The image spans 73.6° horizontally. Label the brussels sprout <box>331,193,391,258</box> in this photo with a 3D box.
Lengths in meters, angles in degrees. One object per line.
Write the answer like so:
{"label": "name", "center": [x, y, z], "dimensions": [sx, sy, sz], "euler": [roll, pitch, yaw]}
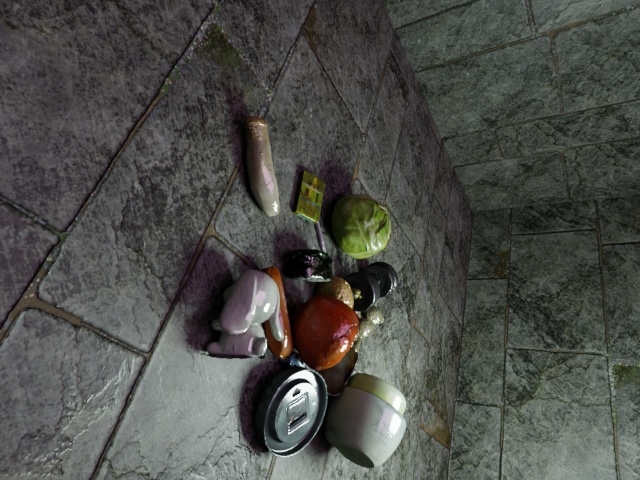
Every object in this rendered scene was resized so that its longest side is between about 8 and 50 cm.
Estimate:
{"label": "brussels sprout", "center": [0.188, -0.064, 1.944], "dimensions": [0.328, 0.247, 0.327], "euler": [3, 86, -54]}

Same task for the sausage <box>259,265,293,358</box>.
{"label": "sausage", "center": [-0.162, 0.252, 1.501], "dimensions": [0.102, 0.102, 0.330], "euler": [-16, 99, -56]}

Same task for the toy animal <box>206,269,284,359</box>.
{"label": "toy animal", "center": [-0.227, 0.242, 1.332], "dimensions": [0.249, 0.174, 0.289], "euler": [-20, 103, -57]}

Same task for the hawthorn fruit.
{"label": "hawthorn fruit", "center": [-0.005, 0.317, 1.612], "dimensions": [0.307, 0.276, 0.276], "euler": [47, 38, 4]}

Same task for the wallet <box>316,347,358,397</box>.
{"label": "wallet", "center": [0.065, 0.537, 1.787], "dimensions": [0.255, 0.137, 0.031], "euler": [-50, 159, -47]}

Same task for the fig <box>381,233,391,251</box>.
{"label": "fig", "center": [0.321, 0.003, 2.266], "dimensions": [0.236, 0.124, 0.124], "euler": [63, 38, -50]}

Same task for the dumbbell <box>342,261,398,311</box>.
{"label": "dumbbell", "center": [0.234, 0.212, 2.026], "dimensions": [0.388, 0.185, 0.185], "euler": [-18, 101, -56]}

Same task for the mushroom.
{"label": "mushroom", "center": [-0.203, -0.258, 1.511], "dimensions": [0.123, 0.095, 0.351], "euler": [-36, 119, -72]}

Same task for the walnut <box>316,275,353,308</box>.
{"label": "walnut", "center": [0.060, 0.234, 1.790], "dimensions": [0.155, 0.156, 0.184], "euler": [-12, 92, -57]}

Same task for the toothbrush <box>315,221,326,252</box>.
{"label": "toothbrush", "center": [0.000, 0.000, 1.842], "dimensions": [0.029, 0.024, 0.353], "euler": [-32, 112, -55]}

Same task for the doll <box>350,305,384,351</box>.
{"label": "doll", "center": [0.214, 0.428, 2.058], "dimensions": [0.203, 0.091, 0.285], "euler": [24, 48, -17]}

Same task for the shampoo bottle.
{"label": "shampoo bottle", "center": [0.182, 0.736, 1.758], "dimensions": [0.317, 0.323, 0.322], "euler": [-57, 132, -28]}

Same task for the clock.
{"label": "clock", "center": [-0.099, 0.604, 1.522], "dimensions": [0.313, 0.061, 0.312], "euler": [-9, 102, -46]}

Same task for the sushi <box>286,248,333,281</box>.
{"label": "sushi", "center": [-0.038, 0.099, 1.682], "dimensions": [0.225, 0.124, 0.127], "euler": [15, 74, -55]}

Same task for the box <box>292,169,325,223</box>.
{"label": "box", "center": [-0.046, -0.180, 1.768], "dimensions": [0.121, 0.030, 0.193], "euler": [26, 65, -37]}

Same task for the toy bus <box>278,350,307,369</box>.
{"label": "toy bus", "center": [-0.098, 0.462, 1.602], "dimensions": [0.123, 0.060, 0.074], "euler": [59, 40, -36]}
